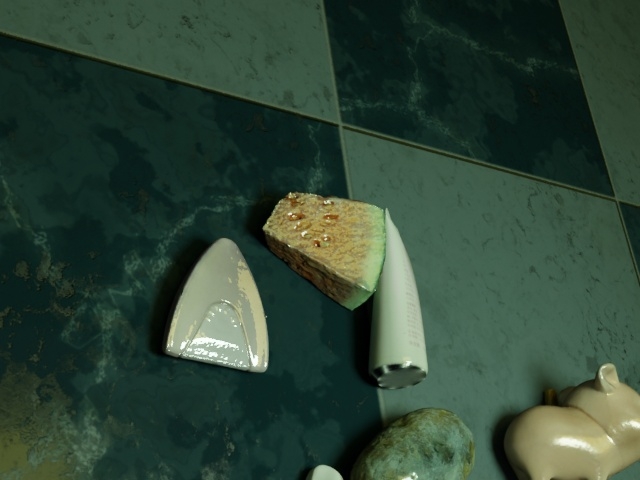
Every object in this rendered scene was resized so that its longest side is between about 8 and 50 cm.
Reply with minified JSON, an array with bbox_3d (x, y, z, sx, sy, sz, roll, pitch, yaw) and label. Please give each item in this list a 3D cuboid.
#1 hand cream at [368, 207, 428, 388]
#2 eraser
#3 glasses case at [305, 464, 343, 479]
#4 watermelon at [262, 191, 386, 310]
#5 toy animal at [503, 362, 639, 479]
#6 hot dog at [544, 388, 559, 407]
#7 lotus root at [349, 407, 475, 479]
[{"bbox_3d":[0.156,0.125,1.878,0.185,0.118,0.359,57,28,-53],"label":"hand cream"},{"bbox_3d":[-0.187,0.113,1.660,0.204,0.059,0.243,17,59,-29],"label":"eraser"},{"bbox_3d":[-0.008,0.489,1.591,0.074,0.049,0.193,35,50,-18],"label":"glasses case"},{"bbox_3d":[0.000,0.000,1.840,0.256,0.140,0.193,22,58,-15],"label":"watermelon"},{"bbox_3d":[0.553,0.415,1.933,0.326,0.237,0.269,6,65,-6],"label":"toy animal"},{"bbox_3d":[0.529,0.404,2.070,0.044,0.028,0.137,20,53,-29],"label":"hot dog"},{"bbox_3d":[0.168,0.423,1.691,0.349,0.175,0.175,-25,82,-44],"label":"lotus root"}]
